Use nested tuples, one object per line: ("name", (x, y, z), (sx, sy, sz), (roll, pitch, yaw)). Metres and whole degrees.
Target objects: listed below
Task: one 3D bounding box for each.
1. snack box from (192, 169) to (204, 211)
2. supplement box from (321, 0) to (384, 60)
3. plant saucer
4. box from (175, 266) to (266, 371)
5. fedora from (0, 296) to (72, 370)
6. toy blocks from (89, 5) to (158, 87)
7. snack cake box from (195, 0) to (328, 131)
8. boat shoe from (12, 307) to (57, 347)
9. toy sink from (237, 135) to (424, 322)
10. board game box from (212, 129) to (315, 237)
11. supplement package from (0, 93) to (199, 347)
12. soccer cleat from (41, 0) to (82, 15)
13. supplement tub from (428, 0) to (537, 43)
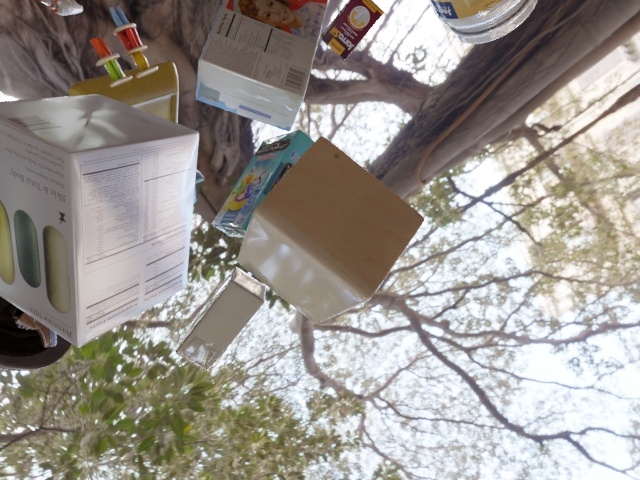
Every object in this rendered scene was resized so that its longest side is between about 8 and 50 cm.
("snack box", (-0.443, -0.125, 1.306), (0.187, 0.322, 0.060), (47, -134, 11))
("supplement box", (0.099, -0.687, 1.465), (0.104, 0.188, 0.081), (35, -154, -20))
("plant saucer", (-0.532, -0.317, 1.336), (0.081, 0.333, 0.333), (35, -136, 17))
("box", (-0.270, 0.215, 1.251), (0.113, 0.275, 0.094), (37, -165, -15))
("fedora", (-0.751, 0.193, 1.164), (0.275, 0.124, 0.244), (19, -98, -19))
("toy blocks", (-0.447, -0.428, 1.012), (0.123, 0.054, 0.148), (-40, -66, -37))
("snack cake box", (-0.081, -0.318, 0.715), (0.152, 0.089, 0.264), (17, -116, -11))
("boat shoe", (-0.634, 0.159, 1.008), (0.066, 0.066, 0.183), (-23, -67, -38))
("toy sink", (0.000, 0.000, 0.594), (0.153, 0.234, 0.131), (39, -112, 0))
("board game box", (-0.178, -0.168, 1.409), (0.079, 0.254, 0.336), (36, -105, -29))
("supplement package", (-0.319, -0.041, 0.640), (0.199, 0.263, 0.198), (23, -152, 20))
("soccer cleat", (-0.766, -0.706, 1.330), (0.196, 0.068, 0.076), (43, -142, 19))
("supplement tub", (0.306, -0.590, 0.940), (0.316, 0.228, 0.228), (38, -131, -44))
